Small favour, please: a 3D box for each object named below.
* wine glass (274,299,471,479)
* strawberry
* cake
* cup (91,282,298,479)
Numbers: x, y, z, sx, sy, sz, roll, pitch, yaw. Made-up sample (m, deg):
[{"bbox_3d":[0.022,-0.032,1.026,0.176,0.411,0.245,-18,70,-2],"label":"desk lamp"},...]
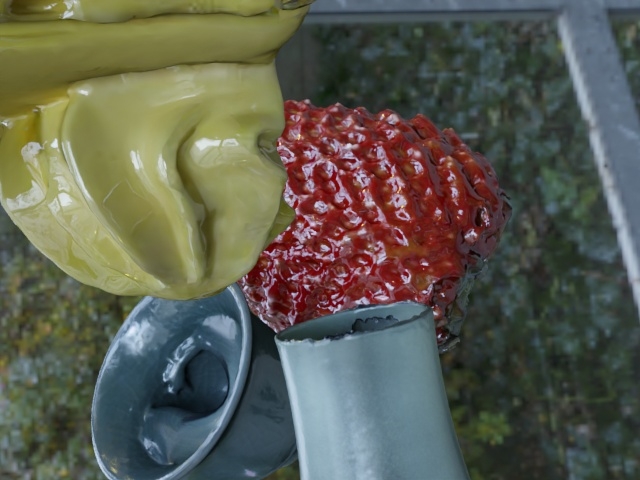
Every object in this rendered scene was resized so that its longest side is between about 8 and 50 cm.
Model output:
[{"bbox_3d":[0.038,0.153,0.672,0.103,0.103,0.231,-161,59,-77],"label":"wine glass"},{"bbox_3d":[0.000,0.000,1.266,0.312,0.351,0.267,115,174,-49],"label":"strawberry"},{"bbox_3d":[-0.126,-0.118,0.438,0.222,0.227,0.286,149,116,-70],"label":"cake"},{"bbox_3d":[-0.082,0.141,1.076,0.199,0.150,0.199,-26,50,35],"label":"cup"}]
